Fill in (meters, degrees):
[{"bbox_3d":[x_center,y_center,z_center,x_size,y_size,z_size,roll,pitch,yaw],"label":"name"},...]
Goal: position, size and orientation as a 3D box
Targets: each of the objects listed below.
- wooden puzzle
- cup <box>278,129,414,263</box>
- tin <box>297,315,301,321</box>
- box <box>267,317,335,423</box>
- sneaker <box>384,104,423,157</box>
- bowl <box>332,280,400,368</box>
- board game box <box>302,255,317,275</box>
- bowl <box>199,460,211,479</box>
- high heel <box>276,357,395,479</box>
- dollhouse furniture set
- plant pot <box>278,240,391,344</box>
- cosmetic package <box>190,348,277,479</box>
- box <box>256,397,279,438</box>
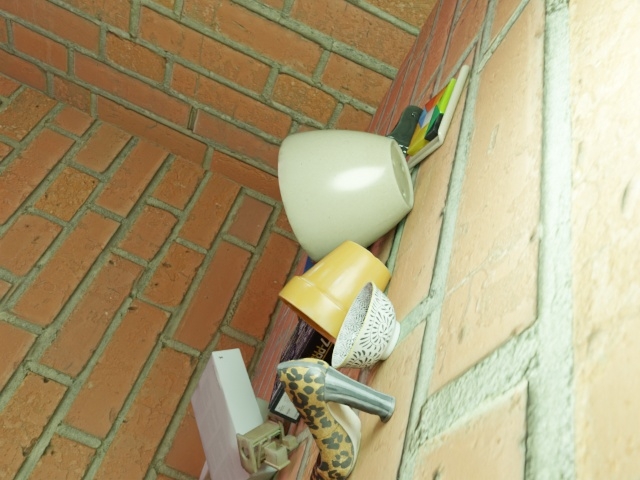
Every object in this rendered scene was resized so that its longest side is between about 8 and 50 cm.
[{"bbox_3d":[0.284,-0.302,1.439,0.238,0.044,0.221,129,164,-71],"label":"wooden puzzle"},{"bbox_3d":[0.083,-0.124,1.343,0.237,0.331,0.331,-14,31,21],"label":"cup"},{"bbox_3d":[-0.001,0.191,1.709,0.040,0.106,0.189,-101,33,-59],"label":"tin"},{"bbox_3d":[-0.003,0.239,1.523,0.395,0.097,0.318,-62,7,15],"label":"box"},{"bbox_3d":[0.216,-0.259,1.587,0.227,0.087,0.130,-59,-14,-28],"label":"sneaker"},{"bbox_3d":[0.091,0.165,1.021,0.170,0.080,0.170,-156,90,-85],"label":"bowl"},{"bbox_3d":[0.000,0.000,1.658,0.160,0.047,0.210,-72,-1,-65],"label":"board game box"},{"bbox_3d":[-0.341,0.802,2.153,0.298,0.134,0.297,-155,90,-84],"label":"bowl"},{"bbox_3d":[-0.018,0.297,0.920,0.093,0.186,0.261,-74,10,-58],"label":"high heel"},{"bbox_3d":[-0.088,0.518,1.444,0.182,0.161,0.101,-18,-75,-43],"label":"dollhouse furniture set"},{"bbox_3d":[0.045,0.110,1.225,0.188,0.205,0.205,-51,3,-10],"label":"plant pot"},{"bbox_3d":[-0.262,0.553,1.657,0.377,0.097,0.284,64,144,34],"label":"cosmetic package"},{"bbox_3d":[-0.207,0.616,1.792,0.275,0.113,0.094,-59,7,39],"label":"box"}]
